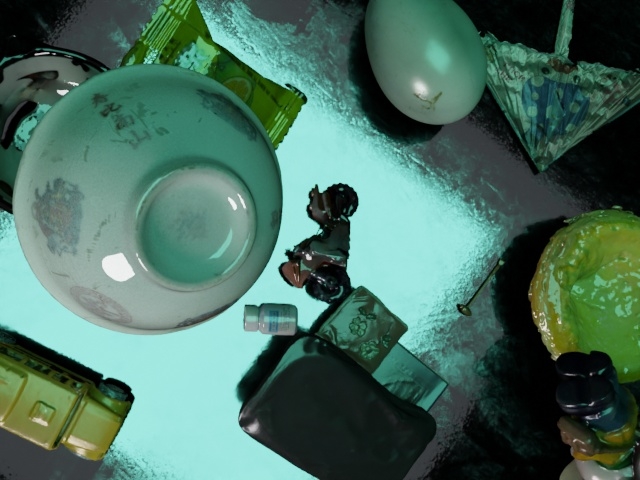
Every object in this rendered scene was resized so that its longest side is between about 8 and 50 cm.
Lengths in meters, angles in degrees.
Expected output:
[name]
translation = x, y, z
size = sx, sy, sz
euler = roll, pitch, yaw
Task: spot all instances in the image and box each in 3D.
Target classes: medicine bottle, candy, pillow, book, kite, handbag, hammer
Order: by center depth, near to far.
[handbag]
translation = 0.037, 0.297, 1.179
size = 0.332, 0.075, 0.192
euler = 38, 87, -22
[candy]
translation = -0.167, -0.255, 1.200
size = 0.297, 0.081, 0.187
euler = 36, 83, -27
[pillow]
translation = 0.035, 0.195, 1.227
size = 0.126, 0.043, 0.232
euler = 42, 83, -6
[medicine bottle]
translation = -0.084, 0.133, 1.235
size = 0.089, 0.052, 0.052
euler = 3, 87, -7
[book]
translation = 0.069, 0.294, 1.260
size = 0.191, 0.025, 0.269
euler = 40, 83, -3
[hammer]
translation = 0.291, 0.082, 1.308
size = 0.029, 0.014, 0.123
euler = 40, 80, -13
[kite]
translation = 0.438, -0.300, 1.346
size = 0.405, 0.014, 0.369
euler = 12, 85, -6

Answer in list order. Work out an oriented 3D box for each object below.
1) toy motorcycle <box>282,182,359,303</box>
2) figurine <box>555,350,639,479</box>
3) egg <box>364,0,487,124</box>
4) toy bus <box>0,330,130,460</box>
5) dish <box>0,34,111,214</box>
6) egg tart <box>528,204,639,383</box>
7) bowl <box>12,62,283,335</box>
[toy motorcycle]
translation = 0.000, 0.000, 1.236
size = 0.118, 0.084, 0.213
euler = 5, 72, 5
[figurine]
translation = 0.492, 0.333, 1.193
size = 0.204, 0.185, 0.332
euler = 0, 128, 20
[egg]
translation = 0.172, -0.319, 1.227
size = 0.182, 0.183, 0.264
euler = -28, 84, -8
[toy bus]
translation = -0.472, 0.232, 1.143
size = 0.335, 0.123, 0.121
euler = 28, 84, -5
[dish]
translation = -0.424, -0.161, 1.171
size = 0.302, 0.120, 0.303
euler = 1, 85, -9
[egg tart]
translation = 0.499, 0.099, 1.281
size = 0.314, 0.120, 0.315
euler = 0, 89, -7
[bowl]
translation = -0.211, -0.036, 1.075
size = 0.434, 0.196, 0.435
euler = -8, 106, -27
